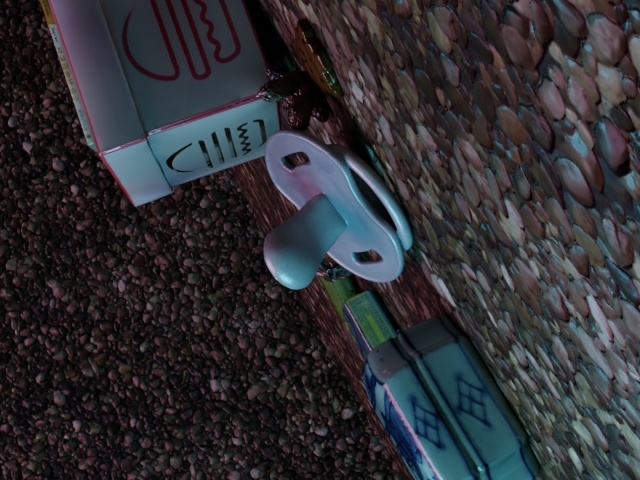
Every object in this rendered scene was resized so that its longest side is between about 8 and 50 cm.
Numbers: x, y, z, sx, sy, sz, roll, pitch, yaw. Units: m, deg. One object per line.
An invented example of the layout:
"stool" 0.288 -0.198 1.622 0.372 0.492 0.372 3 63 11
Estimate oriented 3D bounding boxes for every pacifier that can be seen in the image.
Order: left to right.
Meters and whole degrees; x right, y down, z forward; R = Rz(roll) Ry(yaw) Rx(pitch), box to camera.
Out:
"pacifier" -0.002 -0.022 1.453 0.279 0.207 0.227 53 157 -14

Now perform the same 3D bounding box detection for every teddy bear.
"teddy bear" -0.033 -0.219 1.501 0.119 0.078 0.160 40 -169 -3

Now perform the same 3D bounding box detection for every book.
"book" -0.428 -0.296 1.768 0.208 0.020 0.295 170 82 -85

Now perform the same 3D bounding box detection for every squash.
"squash" 0.042 0.097 2.234 0.238 0.069 0.069 61 174 -20

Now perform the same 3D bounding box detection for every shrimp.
"shrimp" 0.008 -0.002 1.896 0.145 0.116 0.343 36 166 8

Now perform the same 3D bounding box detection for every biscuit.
"biscuit" -0.010 -0.248 1.406 0.119 0.019 0.130 63 173 -14

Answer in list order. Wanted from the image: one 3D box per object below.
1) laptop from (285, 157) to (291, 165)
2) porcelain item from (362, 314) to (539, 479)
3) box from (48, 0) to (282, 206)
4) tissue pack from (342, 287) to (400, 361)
"laptop" -0.078 -0.151 2.304 0.207 0.026 0.153 51 166 52
"porcelain item" 0.182 0.269 1.534 0.285 0.157 0.281 60 175 11
"box" -0.249 -0.278 1.715 0.314 0.300 0.312 91 160 -77
"tissue pack" 0.137 0.237 2.049 0.257 0.081 0.185 60 174 18
